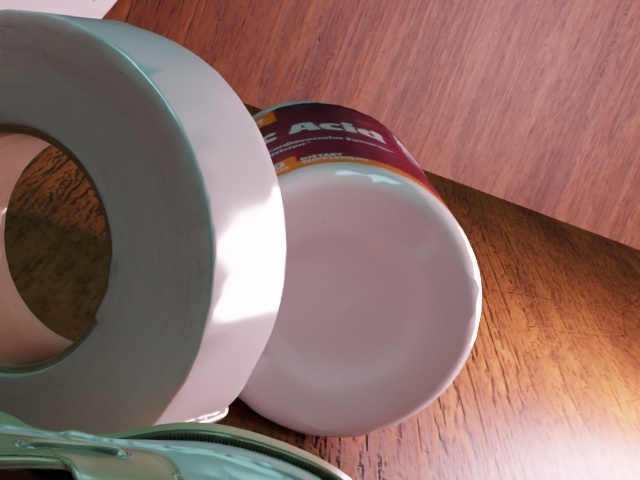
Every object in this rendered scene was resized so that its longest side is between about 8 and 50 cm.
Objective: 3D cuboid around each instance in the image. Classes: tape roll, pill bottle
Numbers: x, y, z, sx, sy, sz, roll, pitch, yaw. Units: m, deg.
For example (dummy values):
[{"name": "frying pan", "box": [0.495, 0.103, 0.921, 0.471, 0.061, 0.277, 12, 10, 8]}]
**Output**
[{"name": "tape roll", "box": [-0.165, 0.004, 0.887, 0.286, 0.286, 0.100, 26, 13, 20]}, {"name": "pill bottle", "box": [0.000, 0.000, 1.287, 0.224, 0.224, 0.392, 18, 13, -10]}]

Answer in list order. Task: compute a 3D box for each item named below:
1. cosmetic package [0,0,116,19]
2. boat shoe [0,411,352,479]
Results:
[{"name": "cosmetic package", "box": [-0.394, -0.235, 0.969, 0.394, 0.329, 0.327, 46, 13, 14]}, {"name": "boat shoe", "box": [-0.120, 0.154, 0.753, 0.302, 0.113, 0.103, 8, 16, -6]}]
